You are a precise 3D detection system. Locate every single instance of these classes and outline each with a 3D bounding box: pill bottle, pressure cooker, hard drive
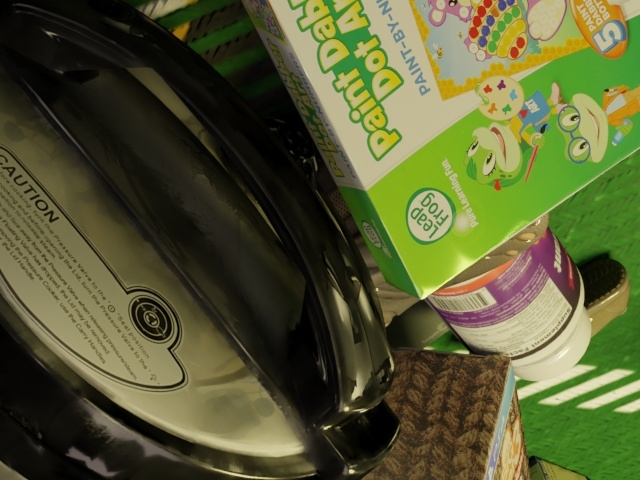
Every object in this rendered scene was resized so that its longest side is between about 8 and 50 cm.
[{"bbox_3d":[0.135,0.029,1.484,0.108,0.108,0.193,-29,140,11],"label":"pill bottle"},{"bbox_3d":[-0.169,0.059,1.193,0.370,0.375,0.420,28,127,-31],"label":"pressure cooker"},{"bbox_3d":[0.035,0.057,1.542,0.094,0.022,0.135,-38,137,20],"label":"hard drive"}]

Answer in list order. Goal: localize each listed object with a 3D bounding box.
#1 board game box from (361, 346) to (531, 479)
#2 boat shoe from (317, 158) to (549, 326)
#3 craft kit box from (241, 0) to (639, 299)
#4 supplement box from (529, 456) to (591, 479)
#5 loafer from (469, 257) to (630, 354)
[{"bbox_3d":[0.041,0.219,1.567,0.232,0.141,0.291,5,143,16],"label":"board game box"},{"bbox_3d":[0.000,0.000,1.385,0.355,0.130,0.132,-27,158,29],"label":"boat shoe"},{"bbox_3d":[0.095,-0.134,1.188,0.247,0.061,0.250,-33,113,-12],"label":"craft kit box"},{"bbox_3d":[0.215,0.254,1.788,0.083,0.083,0.056,24,123,-40],"label":"supplement box"},{"bbox_3d":[0.191,0.072,1.595,0.148,0.056,0.050,-30,133,12],"label":"loafer"}]
